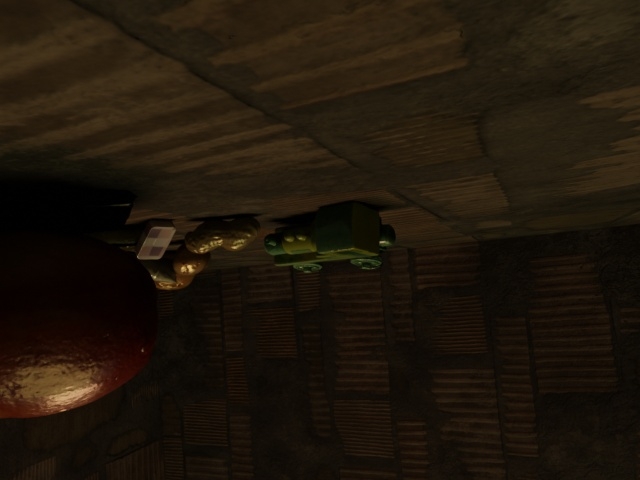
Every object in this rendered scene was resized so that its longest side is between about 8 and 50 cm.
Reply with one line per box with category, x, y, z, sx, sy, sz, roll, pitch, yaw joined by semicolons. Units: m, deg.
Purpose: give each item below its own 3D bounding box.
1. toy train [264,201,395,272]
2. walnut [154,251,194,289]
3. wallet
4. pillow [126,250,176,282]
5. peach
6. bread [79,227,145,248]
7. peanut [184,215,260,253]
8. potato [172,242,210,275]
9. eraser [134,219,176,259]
toy train;0.000;0.000;1.206;0.369;0.150;0.237;-9;165;37
walnut;-0.600;0.122;1.873;0.165;0.165;0.197;-9;166;40
wallet;-0.500;-0.040;0.745;0.377;0.051;0.197;-3;172;-28
pillow;-0.588;0.086;1.522;0.254;0.078;0.144;13;-167;-19
peach;-0.451;0.127;0.744;0.372;0.290;0.372;6;-178;0
bread;-0.536;0.005;1.165;0.286;0.056;0.207;-9;177;36
peanut;-0.236;-0.013;1.116;0.187;0.082;0.082;-6;175;0
potato;-0.432;0.060;1.555;0.118;0.109;0.178;11;-169;-8
eraser;-0.387;-0.001;1.086;0.065;0.026;0.105;4;131;-45
